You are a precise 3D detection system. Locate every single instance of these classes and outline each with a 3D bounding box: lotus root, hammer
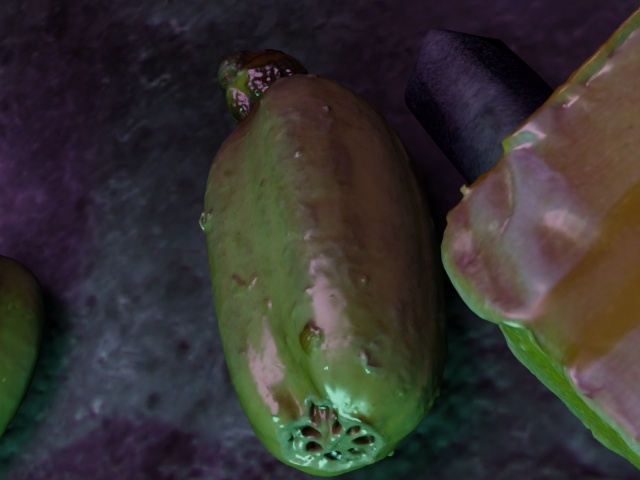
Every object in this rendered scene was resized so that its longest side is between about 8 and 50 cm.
[{"bbox_3d":[0.001,0.000,0.642,0.090,0.077,0.183,-41,45,32],"label":"lotus root"},{"bbox_3d":[0.100,0.025,0.580,0.137,0.037,0.290,-41,48,11],"label":"hammer"}]

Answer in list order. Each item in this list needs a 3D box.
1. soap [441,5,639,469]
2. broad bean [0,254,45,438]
[{"bbox_3d":[0.204,-0.042,0.470,0.315,0.091,0.199,-47,47,-3],"label":"soap"},{"bbox_3d":[-0.209,0.071,0.785,0.207,0.072,0.153,-33,47,35],"label":"broad bean"}]
